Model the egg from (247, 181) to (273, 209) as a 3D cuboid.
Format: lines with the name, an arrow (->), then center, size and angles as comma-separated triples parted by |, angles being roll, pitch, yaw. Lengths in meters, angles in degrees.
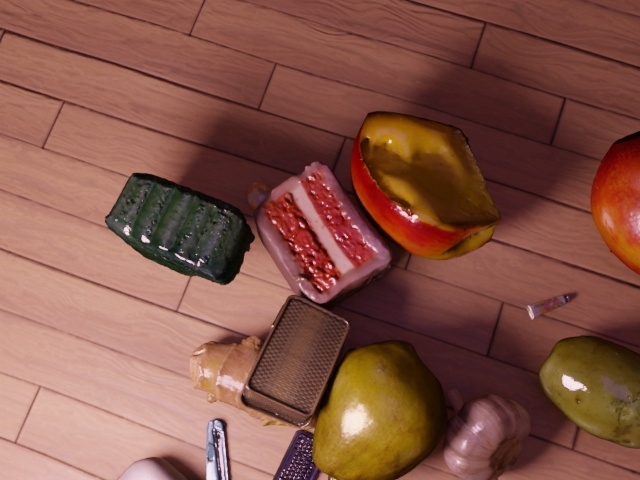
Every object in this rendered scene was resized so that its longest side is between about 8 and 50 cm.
egg -> -0.151, -0.111, 1.890 | 0.071, 0.071, 0.083 | -38, 75, -7

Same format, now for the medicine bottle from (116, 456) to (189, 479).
medicine bottle -> -0.421, 0.688, 1.671 | 0.282, 0.123, 0.375 | 38, 86, 17

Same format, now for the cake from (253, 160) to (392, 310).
cake -> 0.000, 0.000, 1.780 | 0.237, 0.230, 0.308 | -33, 76, -8

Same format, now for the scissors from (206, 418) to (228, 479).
scissors -> -0.230, 0.613, 1.737 | 0.180, 0.032, 0.392 | -5, 76, 1

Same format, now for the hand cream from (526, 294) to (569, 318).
hand cream -> 0.554, 0.158, 1.820 | 0.102, 0.022, 0.035 | -21, 84, 2

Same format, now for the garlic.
garlic -> 0.350, 0.423, 1.705 | 0.219, 0.218, 0.212 | -38, 42, -7

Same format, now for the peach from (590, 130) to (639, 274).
peach -> 0.801, -0.085, 1.700 | 0.389, 0.388, 0.388 | -1, 76, 2

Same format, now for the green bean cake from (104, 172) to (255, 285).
green bean cake -> -0.308, -0.013, 1.751 | 0.300, 0.308, 0.169 | 23, 76, 9

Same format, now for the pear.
pear -> 0.119, 0.401, 1.646 | 0.287, 0.287, 0.375 | 34, 85, 10

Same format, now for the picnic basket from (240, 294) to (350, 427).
picnic basket -> -0.053, 0.266, 1.658 | 0.165, 0.139, 0.266 | 25, 64, 1

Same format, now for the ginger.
ginger -> -0.144, 0.346, 1.754 | 0.354, 0.126, 0.190 | 35, 77, 7

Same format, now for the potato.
potato -> 0.651, 0.336, 1.680 | 0.304, 0.216, 0.215 | 35, 80, 7

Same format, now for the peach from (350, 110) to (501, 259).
peach -> 0.222, -0.125, 1.774 | 0.306, 0.242, 0.380 | -13, 66, -19

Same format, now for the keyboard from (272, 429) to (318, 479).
keyboard -> -0.065, 0.564, 1.746 | 0.094, 0.025, 0.230 | 24, 79, 11
